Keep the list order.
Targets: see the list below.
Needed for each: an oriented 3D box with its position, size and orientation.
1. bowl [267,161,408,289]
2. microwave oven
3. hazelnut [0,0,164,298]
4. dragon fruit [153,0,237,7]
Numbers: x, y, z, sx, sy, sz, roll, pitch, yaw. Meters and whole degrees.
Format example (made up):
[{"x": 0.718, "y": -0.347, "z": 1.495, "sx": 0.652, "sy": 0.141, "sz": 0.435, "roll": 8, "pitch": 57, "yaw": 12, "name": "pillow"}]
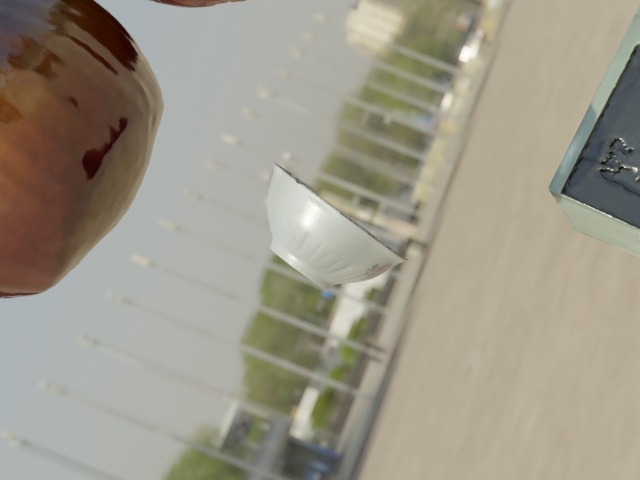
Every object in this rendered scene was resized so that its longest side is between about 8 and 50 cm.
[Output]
[{"x": 0.000, "y": 0.000, "z": 1.995, "sx": 0.086, "sy": 0.189, "sz": 0.189, "roll": -55, "pitch": -2, "yaw": 2, "name": "bowl"}, {"x": 0.439, "y": -0.133, "z": 2.173, "sx": 0.295, "sy": 0.181, "sz": 0.237, "roll": -63, "pitch": -22, "yaw": -5, "name": "microwave oven"}, {"x": -0.386, "y": -0.145, "z": 2.157, "sx": 0.429, "sy": 0.402, "sz": 0.402, "roll": -65, "pitch": -4, "yaw": -48, "name": "hazelnut"}, {"x": -0.176, "y": -0.445, "z": 2.306, "sx": 0.277, "sy": 0.342, "sz": 0.278, "roll": 6, "pitch": -90, "yaw": -70, "name": "dragon fruit"}]
